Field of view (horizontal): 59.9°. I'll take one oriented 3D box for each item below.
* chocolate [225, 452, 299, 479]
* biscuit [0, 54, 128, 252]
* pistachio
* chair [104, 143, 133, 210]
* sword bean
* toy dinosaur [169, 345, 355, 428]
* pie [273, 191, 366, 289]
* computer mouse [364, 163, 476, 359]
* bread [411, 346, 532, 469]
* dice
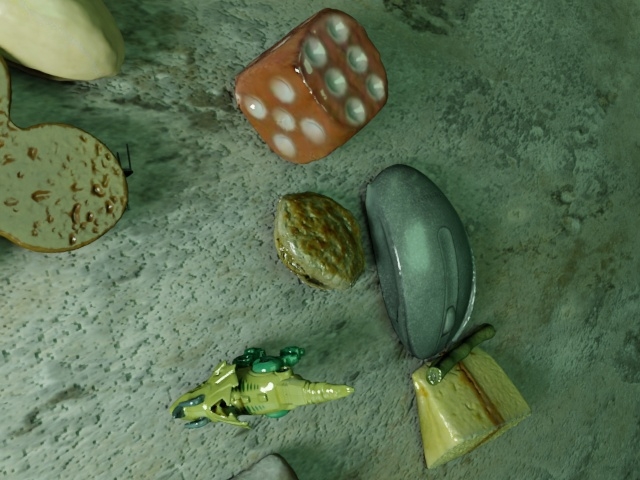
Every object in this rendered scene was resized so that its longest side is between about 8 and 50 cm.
[{"bbox_3d":[-0.122,0.431,0.723,0.303,0.100,0.185,-21,99,-36],"label":"chocolate"},{"bbox_3d":[-0.424,-0.085,0.580,0.432,0.064,0.283,12,80,-36],"label":"biscuit"},{"bbox_3d":[-0.325,-0.270,0.654,0.200,0.117,0.145,22,84,-34],"label":"pistachio"},{"bbox_3d":[-0.265,-0.081,0.722,0.037,0.042,0.086,-5,85,-35],"label":"chair"},{"bbox_3d":[0.275,0.212,1.077,0.269,0.043,0.038,-18,114,-49],"label":"sword bean"},{"bbox_3d":[-0.062,0.191,0.728,0.153,0.259,0.094,-26,103,-66],"label":"toy dinosaur"},{"bbox_3d":[0.000,0.000,0.900,0.193,0.079,0.163,37,54,-29],"label":"pie"},{"bbox_3d":[0.194,0.039,1.024,0.203,0.114,0.374,-22,97,-40],"label":"computer mouse"},{"bbox_3d":[0.270,0.316,1.096,0.240,0.135,0.178,-5,52,-38],"label":"bread"},{"bbox_3d":[-0.011,-0.240,0.867,0.175,0.179,0.174,51,56,-18],"label":"dice"}]
